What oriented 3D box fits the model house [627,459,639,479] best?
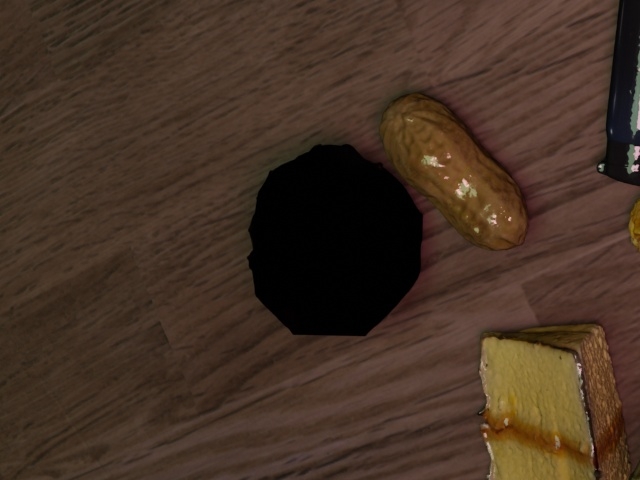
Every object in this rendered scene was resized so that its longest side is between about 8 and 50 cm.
[{"bbox_3d":[0.464,0.226,1.349,0.234,0.193,0.175,28,104,20],"label":"model house"}]

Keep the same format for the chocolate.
[{"bbox_3d":[0.000,0.000,1.615,0.177,0.206,0.224,177,96,-72],"label":"chocolate"}]

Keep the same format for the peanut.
[{"bbox_3d":[0.152,-0.076,1.519,0.095,0.108,0.226,-45,78,20],"label":"peanut"}]

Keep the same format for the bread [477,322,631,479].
[{"bbox_3d":[0.245,0.225,1.495,0.178,0.135,0.240,-7,96,28],"label":"bread"}]

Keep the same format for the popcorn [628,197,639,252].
[{"bbox_3d":[0.371,-0.010,1.446,0.084,0.084,0.084,4,99,27],"label":"popcorn"}]

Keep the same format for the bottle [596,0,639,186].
[{"bbox_3d":[0.351,-0.180,1.419,0.082,0.072,0.244,10,102,24],"label":"bottle"}]
